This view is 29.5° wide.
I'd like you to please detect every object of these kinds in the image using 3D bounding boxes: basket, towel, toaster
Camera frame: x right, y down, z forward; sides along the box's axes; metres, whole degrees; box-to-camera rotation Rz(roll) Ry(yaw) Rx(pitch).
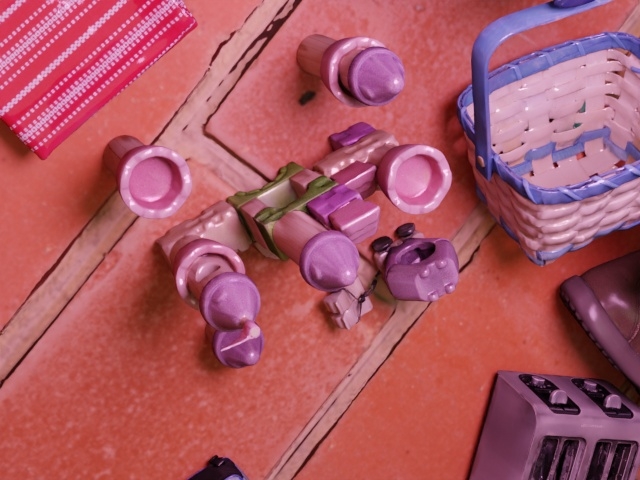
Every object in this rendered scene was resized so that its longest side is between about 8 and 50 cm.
[{"bbox_3d":[0.257,-0.132,1.217,0.254,0.201,0.289,-21,143,-16],"label":"basket"},{"bbox_3d":[-0.262,-0.233,1.061,0.199,0.031,0.275,-42,111,-5],"label":"towel"},{"bbox_3d":[0.269,0.252,1.413,0.168,0.110,0.186,8,103,-24],"label":"toaster"}]

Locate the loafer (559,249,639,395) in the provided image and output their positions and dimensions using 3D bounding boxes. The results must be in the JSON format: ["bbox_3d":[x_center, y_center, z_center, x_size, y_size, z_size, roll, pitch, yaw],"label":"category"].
[{"bbox_3d":[0.429,0.149,1.421,0.130,0.134,0.366,-40,118,9],"label":"loafer"}]

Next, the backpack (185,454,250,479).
[{"bbox_3d":[-0.103,0.304,1.285,0.105,0.084,0.114,-35,119,-7],"label":"backpack"}]

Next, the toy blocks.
[{"bbox_3d":[0.000,0.000,1.133,0.288,0.260,0.309,-30,115,-12],"label":"toy blocks"}]

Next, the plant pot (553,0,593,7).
[{"bbox_3d":[0.221,-0.364,1.062,0.212,0.236,0.236,30,137,-14],"label":"plant pot"}]
